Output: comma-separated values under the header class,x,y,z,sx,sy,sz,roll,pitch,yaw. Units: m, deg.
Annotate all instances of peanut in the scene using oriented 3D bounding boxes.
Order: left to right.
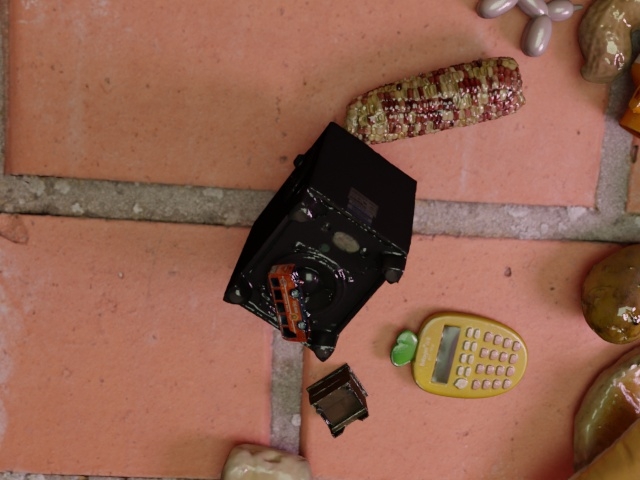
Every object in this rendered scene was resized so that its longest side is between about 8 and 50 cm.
class,x,y,z,sx,sy,sz,roll,pitch,yaw
peanut,0.455,-0.345,1.347,0.104,0.085,0.228,32,104,17

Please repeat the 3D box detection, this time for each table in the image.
class,x,y,z,sx,sy,sz,roll,pitch,yaw
table,0.031,0.265,1.475,0.083,0.082,0.070,-33,103,4

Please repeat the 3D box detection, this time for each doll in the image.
class,x,y,z,sx,sy,sz,roll,pitch,yaw
doll,0.318,-0.380,1.348,0.161,0.059,0.160,38,99,-10

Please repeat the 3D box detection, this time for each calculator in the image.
class,x,y,z,sx,sy,sz,roll,pitch,yaw
calculator,0.232,0.192,1.494,0.234,0.032,0.146,10,102,-7

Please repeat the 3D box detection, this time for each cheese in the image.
class,x,y,z,sx,sy,sz,roll,pitch,yaw
cheese,-0.105,0.473,1.515,0.159,0.093,0.263,13,104,-3

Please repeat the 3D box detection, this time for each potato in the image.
class,x,y,z,sx,sy,sz,roll,pitch,yaw
potato,0.494,0.084,1.438,0.176,0.137,0.137,-39,103,-13

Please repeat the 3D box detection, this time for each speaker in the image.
class,x,y,z,sx,sy,sz,roll,pitch,yaw
speaker,0.000,0.000,1.297,0.184,0.254,0.232,33,120,-10

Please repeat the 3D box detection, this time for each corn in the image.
class,x,y,z,sx,sy,sz,roll,pitch,yaw
corn,0.168,-0.208,1.366,0.289,0.098,0.098,-13,104,4

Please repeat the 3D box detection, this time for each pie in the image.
class,x,y,z,sx,sy,sz,roll,pitch,yaw
pie,0.589,0.328,1.524,0.338,0.077,0.339,1,107,3

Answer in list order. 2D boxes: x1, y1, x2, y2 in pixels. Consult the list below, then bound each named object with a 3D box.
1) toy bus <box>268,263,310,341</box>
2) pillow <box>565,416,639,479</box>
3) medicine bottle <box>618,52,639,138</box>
class,x,y,z,sx,sy,sz,roll,pitch,yaw
toy bus,-0.041,0.084,1.186,0.043,0.031,0.110,-3,118,13
pillow,0.554,0.430,1.454,0.310,0.119,0.312,39,111,-8
medicine bottle,0.553,-0.246,1.344,0.149,0.112,0.222,22,103,-36
